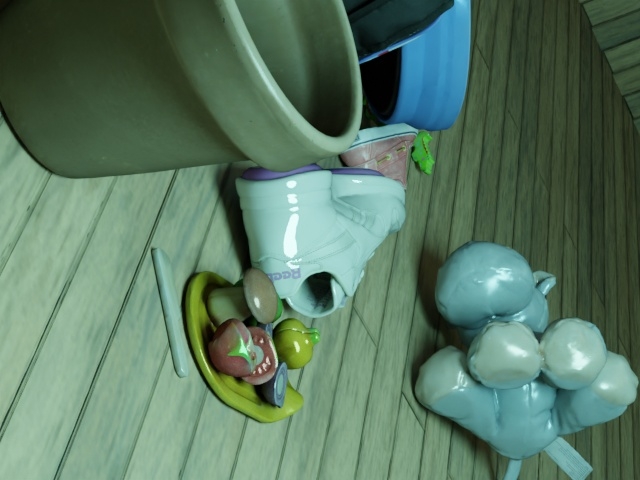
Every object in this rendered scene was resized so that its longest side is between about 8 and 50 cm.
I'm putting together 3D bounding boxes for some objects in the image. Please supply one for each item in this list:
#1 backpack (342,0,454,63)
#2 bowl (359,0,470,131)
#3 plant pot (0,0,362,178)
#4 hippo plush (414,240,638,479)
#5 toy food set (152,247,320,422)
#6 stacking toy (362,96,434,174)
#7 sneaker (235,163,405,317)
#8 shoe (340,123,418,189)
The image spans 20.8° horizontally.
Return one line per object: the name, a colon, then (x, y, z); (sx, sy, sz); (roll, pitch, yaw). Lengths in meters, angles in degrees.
backpack: (-0.001, -0.285, 1.714); (0.276, 0.263, 0.213); (50, 38, -43)
bowl: (0.086, -0.316, 1.986); (0.391, 0.077, 0.391); (172, -90, -82)
plant pot: (-0.124, -0.156, 1.349); (0.263, 0.229, 0.263); (52, 28, -42)
hippo plush: (0.248, 0.119, 2.058); (0.294, 0.234, 0.237); (50, 29, -43)
toy food set: (-0.056, 0.081, 1.537); (0.218, 0.071, 0.128); (35, 40, -58)
stacking toy: (0.099, -0.213, 2.241); (0.167, 0.052, 0.221); (35, 41, -58)
sneaker: (0.000, 0.000, 1.748); (0.305, 0.114, 0.152); (-1, 87, -65)
shoe: (0.076, -0.093, 2.063); (0.178, 0.063, 0.081); (-18, 90, -65)
